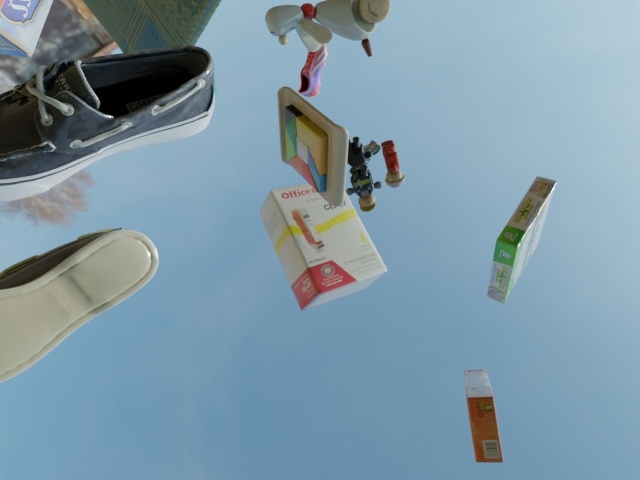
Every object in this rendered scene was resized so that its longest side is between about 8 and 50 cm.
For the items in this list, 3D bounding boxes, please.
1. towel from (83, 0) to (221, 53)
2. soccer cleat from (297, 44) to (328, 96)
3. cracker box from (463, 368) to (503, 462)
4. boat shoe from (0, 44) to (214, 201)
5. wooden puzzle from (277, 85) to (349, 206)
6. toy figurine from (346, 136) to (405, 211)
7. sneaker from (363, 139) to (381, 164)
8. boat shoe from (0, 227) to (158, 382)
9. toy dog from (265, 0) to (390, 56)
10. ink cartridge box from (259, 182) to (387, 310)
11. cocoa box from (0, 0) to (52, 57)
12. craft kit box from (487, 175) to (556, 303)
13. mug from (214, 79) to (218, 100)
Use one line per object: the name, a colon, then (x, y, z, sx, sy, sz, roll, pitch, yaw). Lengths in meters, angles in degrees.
towel: (-0.309, -0.488, 0.789, 0.370, 0.271, 0.040, -31, -174, 42)
soccer cleat: (-0.035, -0.710, 1.706, 0.083, 0.248, 0.095, 29, -150, 36)
cracker box: (0.420, 0.445, 1.097, 0.067, 0.232, 0.155, -9, -92, 16)
boat shoe: (-0.245, -0.132, 0.423, 0.301, 0.102, 0.108, -23, -102, -26)
wooden puzzle: (-0.029, -0.219, 1.001, 0.044, 0.221, 0.239, -29, -127, -26)
toy figurine: (0.120, -0.194, 1.241, 0.213, 0.148, 0.209, 17, -130, 40)
sneaker: (0.176, -0.343, 1.667, 0.135, 0.052, 0.058, -40, -126, 12)
boat shoe: (-0.377, 0.082, 0.551, 0.324, 0.116, 0.097, -35, -155, -24)
toy dog: (0.029, -0.581, 1.172, 0.334, 0.161, 0.220, -7, -159, 8)
ink cartridge box: (0.000, 0.000, 1.411, 0.279, 0.160, 0.384, -16, -110, -31)
cocoa box: (-0.523, -0.480, 0.586, 0.231, 0.228, 0.347, 11, -100, 13)
craft kit box: (0.523, 0.003, 1.102, 0.061, 0.250, 0.246, 23, -121, 30)
mug: (-0.449, -0.551, 1.530, 0.158, 0.097, 0.129, 23, -73, 20)
